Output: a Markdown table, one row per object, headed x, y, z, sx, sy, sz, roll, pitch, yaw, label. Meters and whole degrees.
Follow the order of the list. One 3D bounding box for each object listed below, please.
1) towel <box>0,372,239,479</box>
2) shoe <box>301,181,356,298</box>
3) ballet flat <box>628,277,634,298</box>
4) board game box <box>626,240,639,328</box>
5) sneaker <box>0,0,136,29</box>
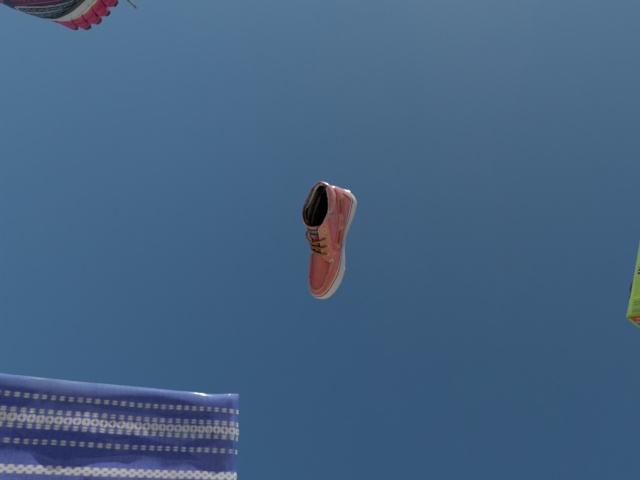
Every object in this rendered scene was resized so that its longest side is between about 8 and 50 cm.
| x | y | z | sx | sy | sz | roll | pitch | yaw | label |
| --- | --- | --- | --- | --- | --- | --- | --- | --- | --- |
| -0.174 | 0.255 | 0.358 | 0.243 | 0.336 | 0.040 | 12 | -35 | -21 | towel |
| 0.000 | 0.000 | 0.845 | 0.063 | 0.081 | 0.178 | 13 | -93 | 36 | shoe |
| 0.544 | 0.095 | 0.717 | 0.250 | 0.084 | 0.058 | 21 | -91 | 29 | ballet flat |
| 0.441 | 0.020 | 0.668 | 0.043 | 0.092 | 0.181 | 32 | -116 | -15 | board game box |
| -0.206 | -0.314 | 0.525 | 0.299 | 0.112 | 0.121 | -33 | -96 | 25 | sneaker |
